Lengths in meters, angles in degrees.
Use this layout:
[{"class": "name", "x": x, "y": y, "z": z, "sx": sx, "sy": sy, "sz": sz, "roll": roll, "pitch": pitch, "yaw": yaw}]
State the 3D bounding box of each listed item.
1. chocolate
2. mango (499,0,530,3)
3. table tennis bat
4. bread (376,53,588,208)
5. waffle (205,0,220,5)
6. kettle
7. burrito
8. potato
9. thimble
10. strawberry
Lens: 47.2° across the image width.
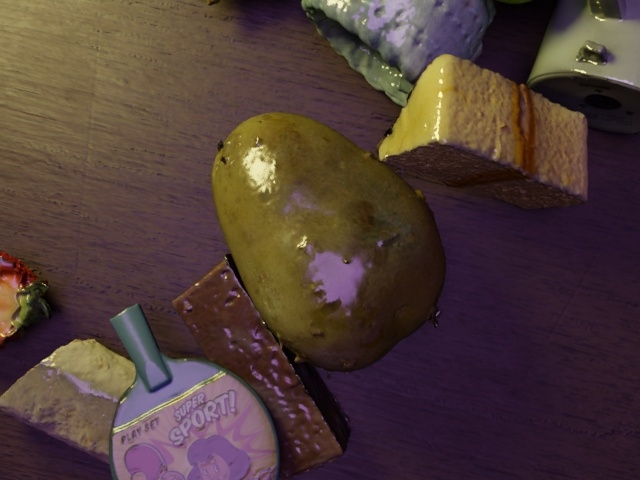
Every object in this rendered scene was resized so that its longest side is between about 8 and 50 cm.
[{"class": "chocolate", "x": -0.085, "y": 0.170, "z": 1.025, "sx": 0.112, "sy": 0.112, "sz": 0.321, "roll": -32, "pitch": 89, "yaw": 8}, {"class": "mango", "x": 0.266, "y": -0.384, "z": 0.937, "sx": 0.125, "sy": 0.111, "sz": 0.233, "roll": 39, "pitch": 55, "yaw": 2}, {"class": "table tennis bat", "x": -0.182, "y": 0.237, "z": 0.955, "sx": 0.215, "sy": 0.044, "sz": 0.329, "roll": -27, "pitch": 86, "yaw": -8}, {"class": "bread", "x": 0.230, "y": -0.123, "z": 0.962, "sx": 0.266, "sy": 0.142, "sz": 0.178, "roll": 13, "pitch": 112, "yaw": -25}, {"class": "waffle", "x": -0.104, "y": -0.461, "z": 1.023, "sx": 0.237, "sy": 0.059, "sz": 0.243, "roll": -25, "pitch": 94, "yaw": -3}, {"class": "kettle", "x": 0.404, "y": -0.333, "z": 0.975, "sx": 0.265, "sy": 0.205, "sz": 0.318, "roll": 22, "pitch": 87, "yaw": -27}, {"class": "burrito", "x": -0.290, "y": 0.239, "z": 1.018, "sx": 0.299, "sy": 0.105, "sz": 0.143, "roll": 29, "pitch": 92, "yaw": -1}, {"class": "potato", "x": 0.012, "y": -0.014, "z": 0.968, "sx": 0.269, "sy": 0.219, "sz": 0.359, "roll": -26, "pitch": 81, "yaw": -21}, {"class": "thimble", "x": 0.110, "y": -0.304, "z": 0.986, "sx": 0.250, "sy": 0.205, "sz": 0.172, "roll": 39, "pitch": 90, "yaw": -19}, {"class": "strawberry", "x": -0.469, "y": 0.085, "z": 1.032, "sx": 0.192, "sy": 0.085, "sz": 0.140, "roll": -33, "pitch": 96, "yaw": 4}]
